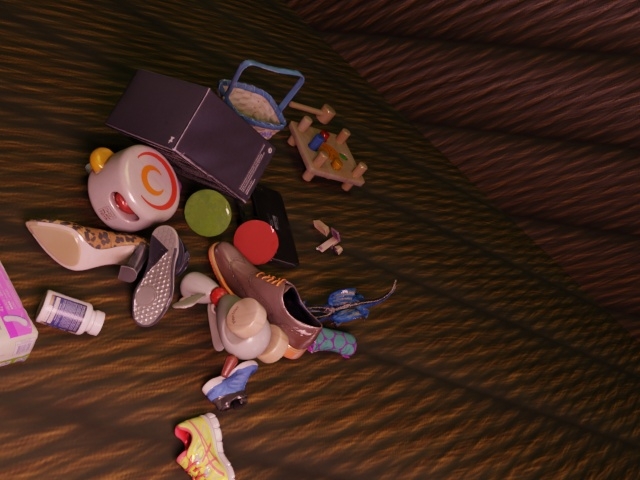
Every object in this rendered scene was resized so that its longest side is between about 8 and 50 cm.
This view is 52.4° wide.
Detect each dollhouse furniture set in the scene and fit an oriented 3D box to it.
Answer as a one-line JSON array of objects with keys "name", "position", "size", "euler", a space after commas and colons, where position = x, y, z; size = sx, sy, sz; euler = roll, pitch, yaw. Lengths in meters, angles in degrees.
[{"name": "dollhouse furniture set", "position": [0.000, 0.000, 2.067], "size": [0.081, 0.091, 0.114], "euler": [-36, 49, -18]}]

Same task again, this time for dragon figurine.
[{"name": "dragon figurine", "position": [0.069, 0.178, 1.753], "size": [0.144, 0.289, 0.085], "euler": [34, 41, -73]}]

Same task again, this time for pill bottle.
[{"name": "pill bottle", "position": [-0.496, 0.148, 1.296], "size": [0.120, 0.067, 0.067], "euler": [24, 36, -26]}]

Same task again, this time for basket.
[{"name": "basket", "position": [-0.210, -0.442, 2.092], "size": [0.254, 0.289, 0.201], "euler": [0, 46, -44]}]

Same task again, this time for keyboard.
[{"name": "keyboard", "position": [-0.173, -0.056, 1.925], "size": [0.201, 0.033, 0.317], "euler": [19, 38, -35]}]

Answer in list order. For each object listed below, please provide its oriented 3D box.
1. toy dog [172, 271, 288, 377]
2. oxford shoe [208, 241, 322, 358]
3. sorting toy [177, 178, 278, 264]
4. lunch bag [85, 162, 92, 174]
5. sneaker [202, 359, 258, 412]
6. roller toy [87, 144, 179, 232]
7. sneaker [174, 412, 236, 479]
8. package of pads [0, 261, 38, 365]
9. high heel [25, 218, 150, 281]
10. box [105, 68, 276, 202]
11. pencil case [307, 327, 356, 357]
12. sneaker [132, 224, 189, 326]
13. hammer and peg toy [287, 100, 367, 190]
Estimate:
[{"name": "toy dog", "position": [-0.222, 0.193, 1.439], "size": [0.220, 0.333, 0.161], "euler": [47, 72, -24]}, {"name": "oxford shoe", "position": [-0.136, 0.123, 1.653], "size": [0.364, 0.133, 0.130], "euler": [47, 30, 6]}, {"name": "sorting toy", "position": [-0.270, -0.072, 1.772], "size": [0.365, 0.127, 0.126], "euler": [31, 15, -1]}, {"name": "lunch bag", "position": [-0.541, -0.160, 1.625], "size": [0.071, 0.053, 0.083], "euler": [51, 23, 9]}, {"name": "sneaker", "position": [-0.180, 0.326, 1.436], "size": [0.085, 0.058, 0.152], "euler": [48, 36, 19]}, {"name": "roller toy", "position": [-0.450, -0.120, 1.555], "size": [0.209, 0.146, 0.191], "euler": [15, 63, -59]}, {"name": "sneaker", "position": [-0.229, 0.435, 1.251], "size": [0.094, 0.082, 0.209], "euler": [5, 41, -35]}, {"name": "package of pads", "position": [-0.667, 0.100, 1.134], "size": [0.229, 0.101, 0.297], "euler": [-12, 60, -53]}, {"name": "high heel", "position": [-0.512, -0.002, 1.466], "size": [0.261, 0.093, 0.186], "euler": [27, 18, -11]}, {"name": "box", "position": [-0.326, -0.269, 1.667], "size": [0.296, 0.183, 0.294], "euler": [23, -8, 36]}, {"name": "pencil case", "position": [0.024, 0.269, 1.723], "size": [0.151, 0.064, 0.070], "euler": [16, 79, -37]}, {"name": "sneaker", "position": [-0.362, 0.091, 1.494], "size": [0.086, 0.163, 0.226], "euler": [14, 79, -2]}, {"name": "hammer and peg toy", "position": [-0.001, -0.353, 2.372], "size": [0.265, 0.127, 0.361], "euler": [9, 45, -39]}]
